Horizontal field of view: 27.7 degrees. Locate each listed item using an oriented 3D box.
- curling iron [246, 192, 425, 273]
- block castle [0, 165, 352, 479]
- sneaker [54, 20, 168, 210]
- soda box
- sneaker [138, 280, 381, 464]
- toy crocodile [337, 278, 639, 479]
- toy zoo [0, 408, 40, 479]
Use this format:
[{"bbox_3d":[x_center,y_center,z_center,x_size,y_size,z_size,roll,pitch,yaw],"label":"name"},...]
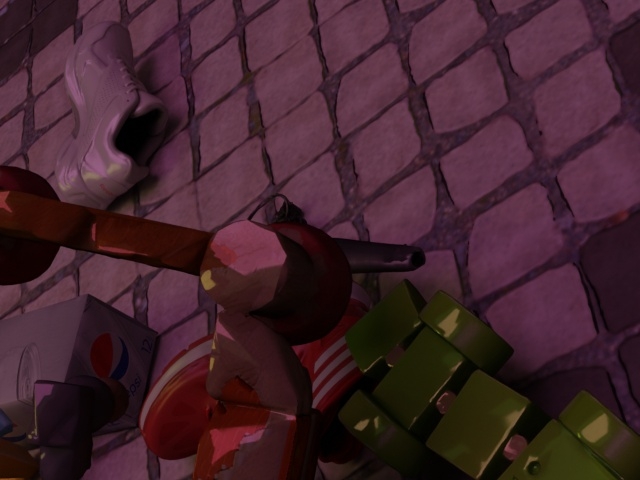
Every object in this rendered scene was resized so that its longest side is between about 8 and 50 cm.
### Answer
[{"bbox_3d":[0.000,0.000,1.032,0.068,0.035,0.274,-57,25,-11],"label":"curling iron"},{"bbox_3d":[-0.158,0.184,0.844,0.303,0.213,0.453,10,85,11],"label":"block castle"},{"bbox_3d":[-0.205,-0.139,1.364,0.115,0.090,0.232,-18,58,27],"label":"sneaker"},{"bbox_3d":[-0.288,0.137,1.218,0.286,0.091,0.098,-16,52,37],"label":"soda box"},{"bbox_3d":[-0.046,0.130,0.986,0.221,0.087,0.128,-39,39,19],"label":"sneaker"},{"bbox_3d":[0.119,0.131,0.817,0.115,0.105,0.340,-52,43,1],"label":"toy crocodile"},{"bbox_3d":[-0.365,0.261,1.132,0.293,0.192,0.030,-47,70,6],"label":"toy zoo"}]
